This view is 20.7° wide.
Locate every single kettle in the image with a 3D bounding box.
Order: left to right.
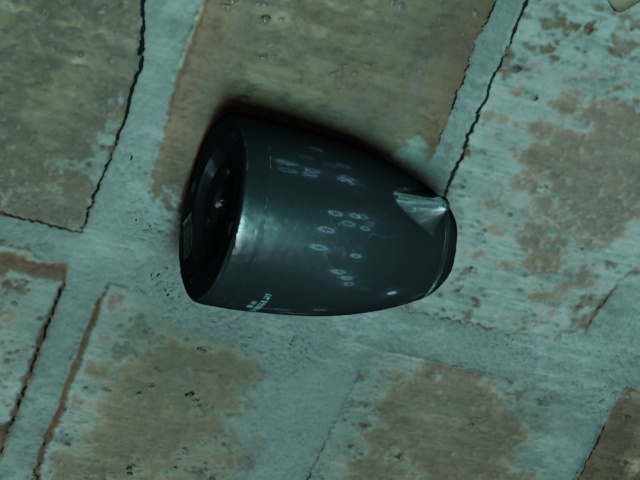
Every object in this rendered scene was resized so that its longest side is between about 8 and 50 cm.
[{"bbox_3d":[0.000,0.000,1.936,0.290,0.207,0.268,10,150,-22],"label":"kettle"}]

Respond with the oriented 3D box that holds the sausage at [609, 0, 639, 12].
[{"bbox_3d":[0.374,-0.342,1.782,0.253,0.123,0.123,-31,120,12],"label":"sausage"}]
